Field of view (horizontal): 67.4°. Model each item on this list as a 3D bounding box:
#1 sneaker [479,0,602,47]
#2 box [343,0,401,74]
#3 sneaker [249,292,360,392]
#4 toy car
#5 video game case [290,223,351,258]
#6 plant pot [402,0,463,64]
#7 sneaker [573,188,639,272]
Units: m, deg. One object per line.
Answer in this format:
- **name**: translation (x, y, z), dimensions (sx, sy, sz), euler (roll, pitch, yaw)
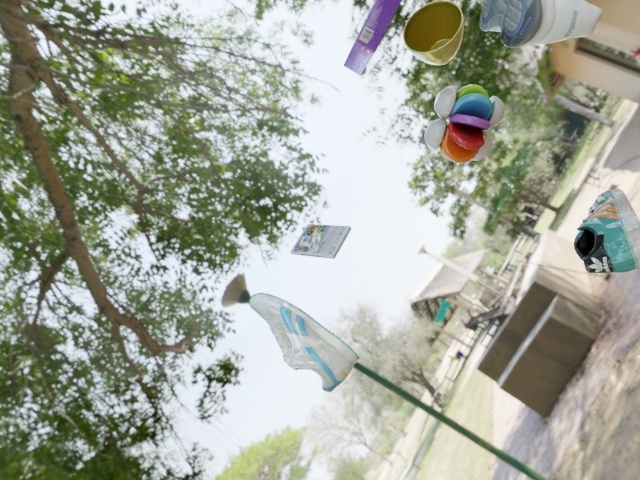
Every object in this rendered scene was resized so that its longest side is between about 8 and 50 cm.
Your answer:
- **sneaker**: translation (0.351, -0.386, 0.798), dimensions (0.297, 0.129, 0.111), euler (-88, 4, -48)
- **box**: translation (0.159, -0.571, 1.174), dimensions (0.293, 0.057, 0.201), euler (-62, 7, 2)
- **sneaker**: translation (-0.045, 0.177, 0.867), dimensions (0.092, 0.228, 0.087), euler (-53, -16, -12)
- **toy car**: translation (0.340, -0.268, 1.118), dimensions (0.136, 0.159, 0.182), euler (-81, 6, -69)
- **video game case**: translation (0.000, 0.000, 1.052), dimensions (0.087, 0.122, 0.011), euler (-59, -46, -28)
- **plant pot**: translation (0.267, -0.456, 1.091), dimensions (0.134, 0.134, 0.095), euler (-58, -35, 0)
- **sneaker**: translation (0.589, -0.024, 1.004), dimensions (0.108, 0.121, 0.302), euler (66, -152, -14)
